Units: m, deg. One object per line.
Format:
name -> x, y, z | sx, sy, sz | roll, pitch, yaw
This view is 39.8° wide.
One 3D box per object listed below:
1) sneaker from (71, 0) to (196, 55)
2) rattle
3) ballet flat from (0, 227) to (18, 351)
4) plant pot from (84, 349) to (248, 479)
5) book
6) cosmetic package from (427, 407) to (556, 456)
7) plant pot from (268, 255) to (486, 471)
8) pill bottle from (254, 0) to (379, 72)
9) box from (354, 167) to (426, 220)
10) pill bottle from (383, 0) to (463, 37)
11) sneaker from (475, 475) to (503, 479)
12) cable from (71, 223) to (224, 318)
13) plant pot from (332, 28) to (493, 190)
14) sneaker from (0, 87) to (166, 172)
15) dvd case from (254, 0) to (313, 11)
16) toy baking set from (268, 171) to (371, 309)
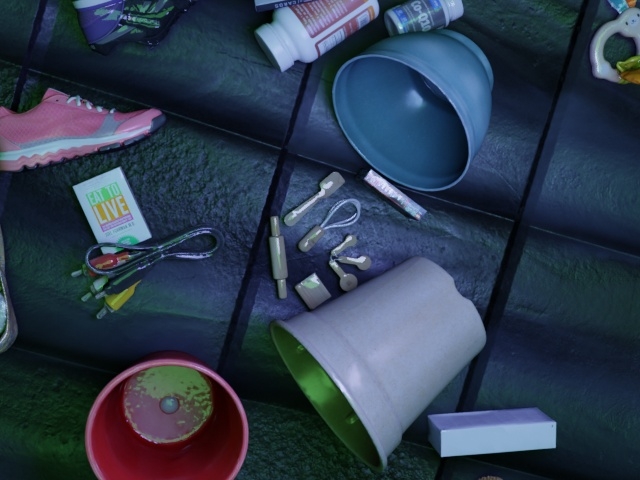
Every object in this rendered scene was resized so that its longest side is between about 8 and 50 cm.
sneaker -> -0.296, -0.418, 1.610 | 0.283, 0.107, 0.124 | -16, 113, -4
rattle -> 0.607, -0.410, 1.731 | 0.130, 0.143, 0.200 | 15, 100, 8
ballet flat -> -0.625, 0.043, 1.582 | 0.123, 0.123, 0.349 | -13, 98, -8
plant pot -> -0.276, 0.320, 1.603 | 0.274, 0.243, 0.275 | -1, 95, -10
book -> -0.389, -0.054, 1.655 | 0.096, 0.035, 0.144 | -24, 102, -4
cosmetic package -> 0.344, 0.387, 1.786 | 0.238, 0.099, 0.061 | -2, 96, -9
plant pot -> 0.124, 0.199, 1.644 | 0.305, 0.334, 0.334 | -35, 100, -16
pill bottle -> -0.010, -0.408, 1.633 | 0.216, 0.121, 0.121 | -35, 100, -5
box -> 0.134, -0.089, 1.704 | 0.137, 0.094, 0.027 | 36, 90, -12
pill bottle -> 0.197, -0.430, 1.687 | 0.137, 0.078, 0.078 | -27, 99, -6
sneaker -> 0.318, 0.566, 1.822 | 0.185, 0.069, 0.084 | -41, 109, 3
cable -> -0.328, 0.026, 1.662 | 0.287, 0.072, 0.140 | -31, 112, -14
plant pot -> 0.196, -0.264, 1.623 | 0.293, 0.293, 0.196 | 50, 60, -11
sneaker -> -0.438, -0.214, 1.586 | 0.313, 0.116, 0.136 | -14, 97, -8
dvd case -> -0.046, -0.536, 1.596 | 0.179, 0.029, 0.239 | -11, 72, 3
toy baking set -> -0.006, 0.003, 1.726 | 0.196, 0.030, 0.256 | -12, 98, -11
